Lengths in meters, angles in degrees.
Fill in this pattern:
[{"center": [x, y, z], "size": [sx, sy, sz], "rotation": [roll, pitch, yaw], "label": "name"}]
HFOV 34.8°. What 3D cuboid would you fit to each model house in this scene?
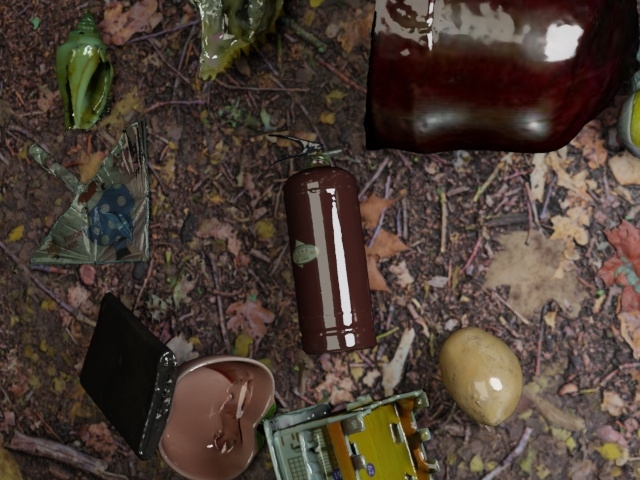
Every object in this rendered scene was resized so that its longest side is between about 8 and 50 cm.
[{"center": [0.046, 0.334, 1.466], "size": [0.215, 0.198, 0.224], "rotation": [-22, 81, 32], "label": "model house"}]

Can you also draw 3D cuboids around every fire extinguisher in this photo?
[{"center": [0.000, 0.000, 1.534], "size": [0.136, 0.114, 0.337], "rotation": [-6, 85, 0], "label": "fire extinguisher"}]

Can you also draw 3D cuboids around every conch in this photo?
[{"center": [-0.398, -0.286, 1.722], "size": [0.095, 0.079, 0.200], "rotation": [-3, 105, 8], "label": "conch"}]

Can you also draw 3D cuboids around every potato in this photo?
[{"center": [0.230, 0.191, 1.452], "size": [0.112, 0.112, 0.147], "rotation": [-36, 69, 16], "label": "potato"}]

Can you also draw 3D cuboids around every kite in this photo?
[{"center": [-0.392, -0.073, 1.747], "size": [0.314, 0.011, 0.335], "rotation": [43, 102, 18], "label": "kite"}]

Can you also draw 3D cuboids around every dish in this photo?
[{"center": [-0.175, 0.265, 1.591], "size": [0.090, 0.213, 0.213], "rotation": [22, 98, 53], "label": "dish"}]

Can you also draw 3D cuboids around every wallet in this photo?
[{"center": [-0.302, 0.203, 1.596], "size": [0.321, 0.044, 0.170], "rotation": [27, 104, 59], "label": "wallet"}]

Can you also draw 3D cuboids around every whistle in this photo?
[{"center": [0.449, -0.194, 1.379], "size": [0.123, 0.123, 0.223], "rotation": [-10, 71, 21], "label": "whistle"}]

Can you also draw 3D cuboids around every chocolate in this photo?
[{"center": [0.241, -0.283, 1.356], "size": [0.332, 0.383, 0.383], "rotation": [6, 91, 6], "label": "chocolate"}]

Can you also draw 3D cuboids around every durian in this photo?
[{"center": [-0.145, -0.401, 1.579], "size": [0.172, 0.166, 0.306], "rotation": [2, 99, 23], "label": "durian"}]
